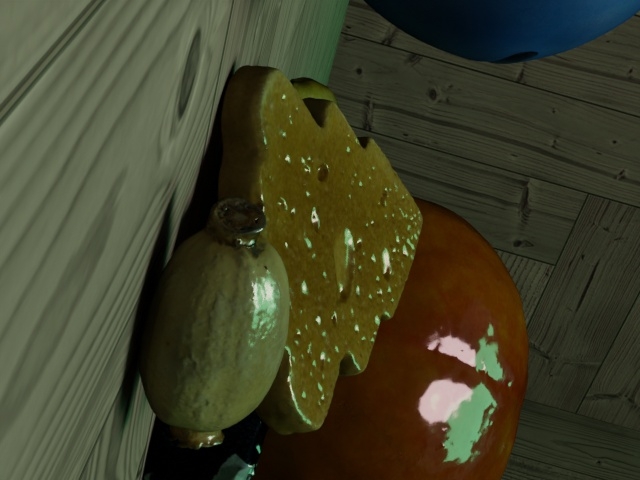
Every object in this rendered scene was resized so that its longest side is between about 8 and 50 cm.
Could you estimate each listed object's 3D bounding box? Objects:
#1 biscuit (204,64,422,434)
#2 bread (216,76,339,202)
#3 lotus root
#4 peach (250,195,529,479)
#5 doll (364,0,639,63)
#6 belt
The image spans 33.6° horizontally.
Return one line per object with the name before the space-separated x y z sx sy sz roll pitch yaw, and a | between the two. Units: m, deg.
biscuit | 0.000 0.000 0.657 0.238 0.041 0.212 -13 96 -61
bread | -0.016 -0.014 0.726 0.149 0.065 0.188 5 82 -54
lotus root | -0.053 0.051 0.524 0.073 0.062 0.150 -14 129 -38
peach | 0.050 0.117 1.018 0.343 0.301 0.343 -163 -90 -84
doll | 0.131 -0.230 0.574 0.284 0.310 0.240 12 -59 67
belt | -0.073 0.125 0.786 0.151 0.078 0.198 -79 -175 -59
